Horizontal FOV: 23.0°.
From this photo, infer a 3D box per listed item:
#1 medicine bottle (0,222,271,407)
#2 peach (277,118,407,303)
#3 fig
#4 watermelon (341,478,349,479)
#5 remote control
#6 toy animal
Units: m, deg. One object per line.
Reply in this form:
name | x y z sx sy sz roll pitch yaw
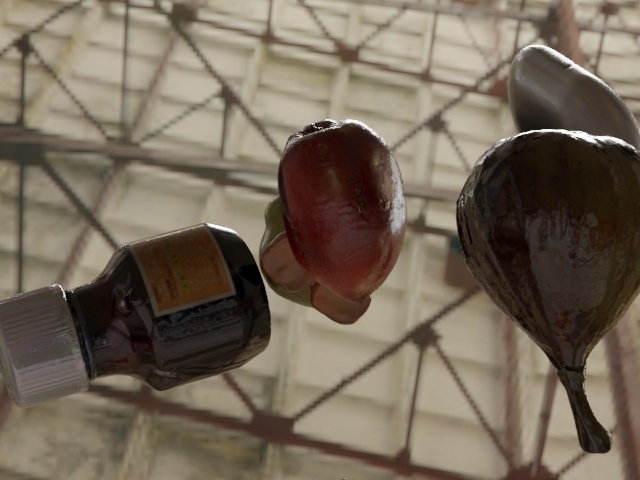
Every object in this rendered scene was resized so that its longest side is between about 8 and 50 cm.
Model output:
medicine bottle | -0.295 0.121 2.378 0.395 0.242 0.242 -14 -147 -21
peach | 0.032 -0.033 2.200 0.159 0.267 0.154 2 -170 36
fig | 0.252 0.051 1.554 0.217 0.321 0.217 -10 171 -2
watermelon | 0.028 0.303 1.797 0.085 0.061 0.085 -1 -159 0
remote control | 0.322 -0.125 1.951 0.103 0.221 0.332 -25 -153 -7
toy animal | -0.001 0.001 2.497 0.216 0.191 0.338 34 -149 -12
